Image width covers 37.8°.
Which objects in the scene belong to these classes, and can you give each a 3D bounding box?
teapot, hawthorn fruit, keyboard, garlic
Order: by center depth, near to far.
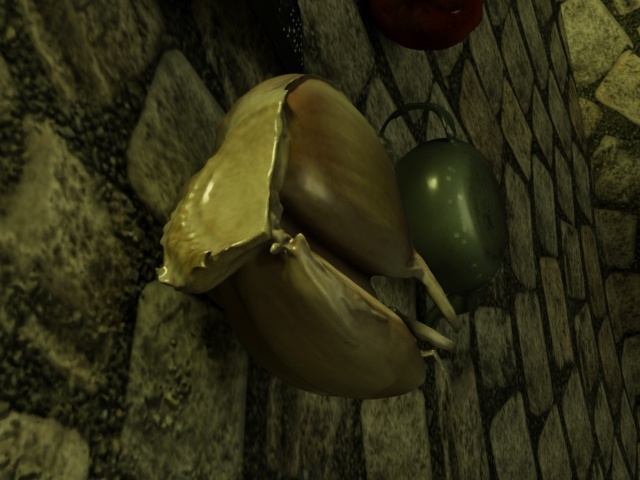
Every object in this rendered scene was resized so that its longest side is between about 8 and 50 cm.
[{"bbox_3d":[0.000,0.000,0.718,0.210,0.237,0.292,-52,142,2],"label":"garlic"},{"bbox_3d":[-0.048,-0.237,0.873,0.262,0.016,0.106,48,37,-74],"label":"keyboard"},{"bbox_3d":[0.149,-0.029,1.157,0.193,0.129,0.294,-39,114,-60],"label":"teapot"},{"bbox_3d":[0.147,-0.328,1.218,0.179,0.173,0.173,33,53,-55],"label":"hawthorn fruit"}]
